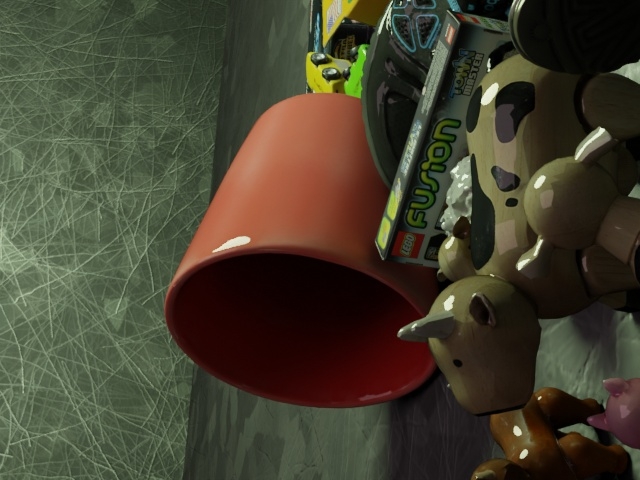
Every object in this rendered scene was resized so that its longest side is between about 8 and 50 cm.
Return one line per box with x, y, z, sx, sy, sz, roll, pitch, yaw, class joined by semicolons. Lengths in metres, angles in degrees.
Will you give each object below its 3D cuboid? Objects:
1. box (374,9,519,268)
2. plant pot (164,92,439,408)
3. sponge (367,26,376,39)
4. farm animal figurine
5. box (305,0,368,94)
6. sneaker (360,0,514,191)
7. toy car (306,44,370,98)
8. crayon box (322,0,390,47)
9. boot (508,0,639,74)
0.127;-0.072;0.772;0.036;0.114;0.207;-107;29;-59;box
0.000;0.000;0.979;0.275;0.275;0.243;117;167;-52;plant pot
0.093;-0.305;1.194;0.210;0.031;0.117;-133;53;-72;sponge
0.141;0.015;0.551;0.330;0.172;0.326;121;153;-56;farm animal figurine
0.017;-0.225;1.324;0.175;0.051;0.220;-105;16;-55;box
0.112;-0.182;0.815;0.139;0.125;0.340;-117;30;-70;sneaker
0.051;-0.153;1.110;0.225;0.053;0.239;119;135;-68;toy car
0.105;-0.367;1.008;0.323;0.083;0.203;132;145;-49;crayon box
0.165;-0.175;0.606;0.208;0.190;0.076;-128;18;-61;boot
